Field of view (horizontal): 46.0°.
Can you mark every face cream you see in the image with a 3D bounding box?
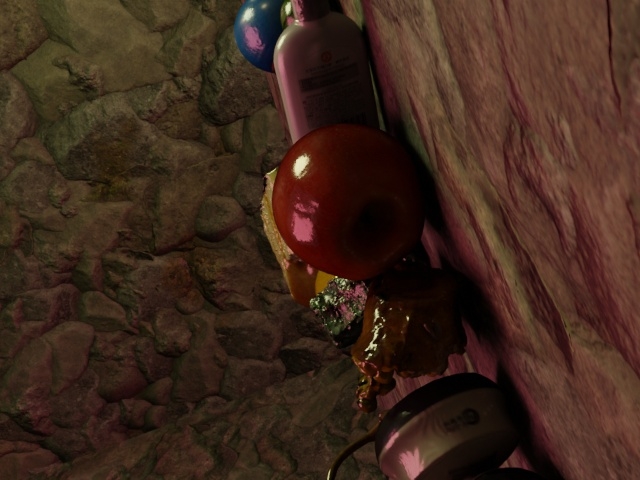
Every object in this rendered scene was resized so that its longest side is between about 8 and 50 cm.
[{"bbox_3d":[0.002,-0.255,1.106,0.071,0.144,0.291,-124,15,-54],"label":"face cream"}]

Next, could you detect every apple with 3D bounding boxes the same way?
[{"bbox_3d":[0.039,-0.055,1.074,0.201,0.218,0.218,-135,24,-62],"label":"apple"}]

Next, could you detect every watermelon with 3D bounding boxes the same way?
[{"bbox_3d":[-0.019,-0.362,1.217,0.109,0.109,0.109,160,90,-86],"label":"watermelon"}]

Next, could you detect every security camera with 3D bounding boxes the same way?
[{"bbox_3d":[0.208,0.328,0.965,0.191,0.197,0.277,89,157,-50],"label":"security camera"}]

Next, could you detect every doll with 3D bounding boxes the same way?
[{"bbox_3d":[-0.053,-0.372,1.457,0.257,0.161,0.215,53,161,7],"label":"doll"}]

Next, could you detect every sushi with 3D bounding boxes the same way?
[{"bbox_3d":[0.123,0.130,1.059,0.296,0.167,0.179,-88,-8,-79],"label":"sushi"}]

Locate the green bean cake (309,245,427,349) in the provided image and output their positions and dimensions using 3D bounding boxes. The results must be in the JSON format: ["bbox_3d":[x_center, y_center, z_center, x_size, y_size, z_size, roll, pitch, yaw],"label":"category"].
[{"bbox_3d":[0.085,0.091,1.304,0.193,0.208,0.107,72,173,-61],"label":"green bean cake"}]

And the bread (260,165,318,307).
[{"bbox_3d":[0.001,-0.001,1.904,0.395,0.239,0.264,78,167,-57],"label":"bread"}]

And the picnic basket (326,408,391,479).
[{"bbox_3d":[0.164,0.531,1.652,0.337,0.337,0.293,74,175,-46],"label":"picnic basket"}]

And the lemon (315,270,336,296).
[{"bbox_3d":[0.080,0.098,1.603,0.244,0.187,0.186,-128,18,-65],"label":"lemon"}]
